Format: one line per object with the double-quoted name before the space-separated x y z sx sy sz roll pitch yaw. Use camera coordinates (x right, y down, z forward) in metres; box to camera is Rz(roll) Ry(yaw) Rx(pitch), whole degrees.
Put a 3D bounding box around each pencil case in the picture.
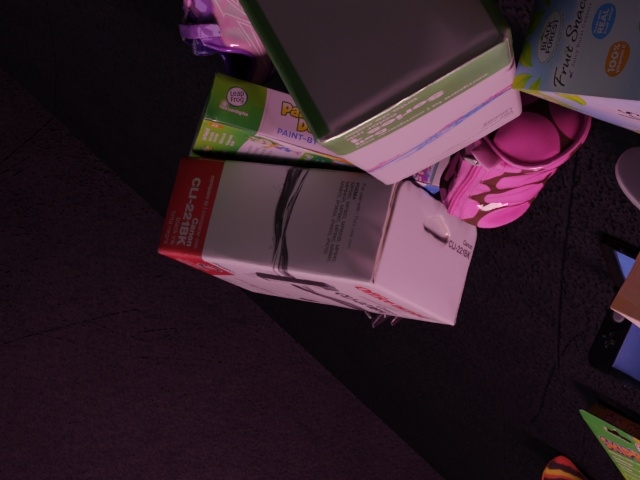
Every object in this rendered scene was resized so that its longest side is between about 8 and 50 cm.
"pencil case" 0.149 -0.069 1.012 0.095 0.098 0.209 40 169 9

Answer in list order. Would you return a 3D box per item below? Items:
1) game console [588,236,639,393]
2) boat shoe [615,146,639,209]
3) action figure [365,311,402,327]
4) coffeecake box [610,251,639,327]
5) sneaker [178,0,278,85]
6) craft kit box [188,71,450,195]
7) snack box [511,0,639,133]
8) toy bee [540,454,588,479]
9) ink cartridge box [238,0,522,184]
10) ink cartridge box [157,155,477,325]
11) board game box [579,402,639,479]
"game console" 0.302 0.082 1.114 0.085 0.124 0.144 16 -170 -44
"boat shoe" 0.278 -0.016 0.914 0.142 0.049 0.040 37 168 12
"action figure" 0.011 -0.001 1.704 0.285 0.099 0.185 42 178 19
"coffeecake box" 0.329 0.078 0.926 0.185 0.068 0.142 30 178 -43
"sneaker" -0.102 -0.236 1.196 0.236 0.104 0.095 51 167 -33
"craft kit box" -0.011 -0.090 1.306 0.246 0.061 0.250 13 171 -9
"snack box" 0.230 -0.077 0.626 0.174 0.070 0.207 14 -176 -28
"toy bee" 0.438 0.480 1.908 0.298 0.162 0.195 32 163 39
"ink cartridge box" 0.024 -0.154 0.754 0.201 0.117 0.278 61 -172 7
"ink cartridge box" 0.000 0.000 1.306 0.272 0.114 0.197 7 168 33
"board game box" 0.430 0.299 1.588 0.124 0.039 0.259 27 164 49
